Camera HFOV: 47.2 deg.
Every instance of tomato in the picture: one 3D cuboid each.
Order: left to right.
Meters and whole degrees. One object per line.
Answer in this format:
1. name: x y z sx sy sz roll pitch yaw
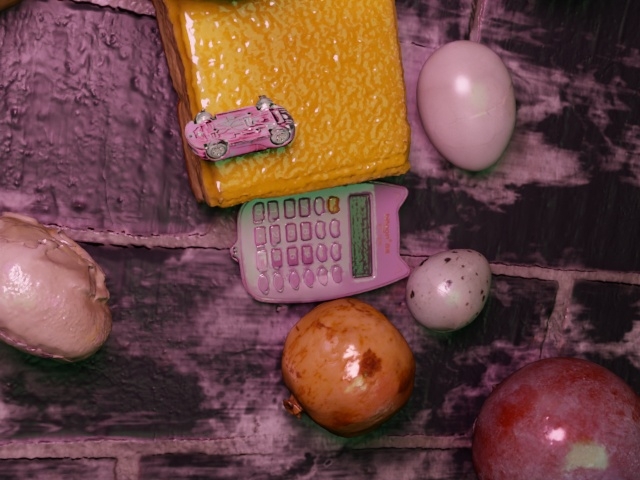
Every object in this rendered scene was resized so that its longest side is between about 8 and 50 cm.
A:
1. tomato: 0.422 0.361 1.274 0.316 0.282 0.317 -4 111 -10

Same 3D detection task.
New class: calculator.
1. calculator: 0.000 -0.001 1.169 0.294 0.043 0.194 -6 104 -15

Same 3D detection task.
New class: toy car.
1. toy car: -0.102 -0.136 0.937 0.142 0.069 0.055 -15 143 -16

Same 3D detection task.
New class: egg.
1. egg: 0.217 0.080 1.216 0.164 0.131 0.131 -28 109 -27
2. egg: 0.231 -0.208 1.148 0.151 0.151 0.209 -26 112 -13

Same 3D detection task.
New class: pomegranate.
1. pomegranate: 0.038 0.204 1.128 0.215 0.215 0.215 -4 102 -19

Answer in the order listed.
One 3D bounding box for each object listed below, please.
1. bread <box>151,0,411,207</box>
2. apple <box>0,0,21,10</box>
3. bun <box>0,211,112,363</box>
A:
1. bread: -0.049 -0.229 1.047 0.333 0.143 0.324 -11 103 -17
2. apple: -0.424 -0.401 0.817 0.291 0.254 0.292 -5 107 -17
3. bun: -0.365 0.053 0.949 0.239 0.239 0.141 42 84 -22
